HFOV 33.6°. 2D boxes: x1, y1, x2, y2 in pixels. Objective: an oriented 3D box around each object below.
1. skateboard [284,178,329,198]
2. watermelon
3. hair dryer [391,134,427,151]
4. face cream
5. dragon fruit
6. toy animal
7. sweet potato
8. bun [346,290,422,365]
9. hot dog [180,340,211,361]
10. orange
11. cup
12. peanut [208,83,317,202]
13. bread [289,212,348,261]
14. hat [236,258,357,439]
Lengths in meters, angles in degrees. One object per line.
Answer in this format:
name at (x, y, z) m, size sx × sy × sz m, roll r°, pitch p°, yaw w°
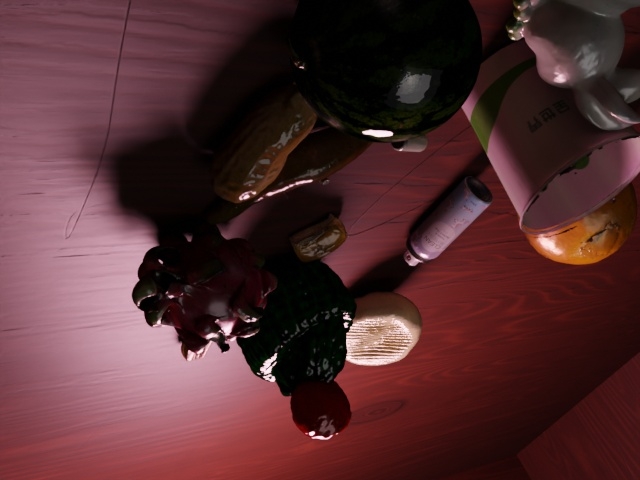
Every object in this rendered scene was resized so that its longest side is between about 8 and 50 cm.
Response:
skateboard at (-0.030, -0.108, 1.811) m, size 0.083 × 0.032 × 0.064 m, roll -26°, pitch 144°, yaw -10°
watermelon at (0.085, -0.255, 1.421) m, size 0.269 × 0.269 × 0.269 m, roll -23°, pitch 153°, yaw -12°
hair dryer at (0.177, -0.206, 1.840) m, size 0.063 × 0.038 × 0.124 m, roll -1°, pitch 135°, yaw -47°
face cream at (0.253, -0.031, 2.170) m, size 0.075 × 0.075 × 0.229 m, roll 0°, pitch 141°, yaw -45°
dragon fruit at (-0.208, 0.075, 1.777) m, size 0.272 × 0.198 × 0.218 m, roll 20°, pitch 84°, yaw -31°
toy animal at (0.427, -0.344, 1.622) m, size 0.183 × 0.247 × 0.310 m, roll -39°, pitch 150°, yaw -59°
sweet potato at (-0.042, -0.115, 1.729) m, size 0.346 × 0.079 × 0.108 m, roll -27°, pitch 166°, yaw 3°
bun at (0.122, 0.185, 2.383) m, size 0.222 × 0.127 × 0.222 m, roll 1°, pitch 139°, yaw 1°
hot dog at (-0.241, 0.191, 2.117) m, size 0.062 × 0.038 × 0.144 m, roll -8°, pitch 145°, yaw -31°
orange at (0.524, -0.069, 2.182) m, size 0.246 × 0.246 × 0.246 m, roll -23°, pitch 153°, yaw -12°
cup at (0.381, -0.184, 1.799) m, size 0.253 × 0.274 × 0.253 m, roll -25°, pitch 155°, yaw -13°
peanut at (-0.086, -0.149, 1.610) m, size 0.226 × 0.095 × 0.108 m, roll -49°, pitch 163°, yaw 28°
bread at (0.000, 0.000, 2.001) m, size 0.106 × 0.053 × 0.072 m, roll -23°, pitch 150°, yaw 0°
hat at (-0.020, 0.222, 2.059) m, size 0.242 × 0.332 × 0.274 m, roll -23°, pitch 156°, yaw -8°
